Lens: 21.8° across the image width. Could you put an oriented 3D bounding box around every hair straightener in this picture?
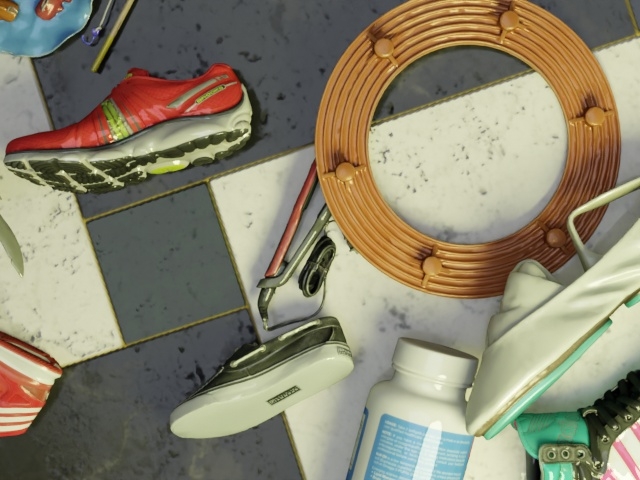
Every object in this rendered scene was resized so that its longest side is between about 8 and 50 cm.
[{"bbox_3d":[0.000,0.000,1.827,0.089,0.047,0.230,25,88,4],"label":"hair straightener"}]

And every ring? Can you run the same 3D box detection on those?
[{"bbox_3d":[0.161,-0.103,1.796,0.336,0.032,0.337,0,92,-2],"label":"ring"}]

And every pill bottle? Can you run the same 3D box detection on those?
[{"bbox_3d":[0.100,0.222,1.786,0.124,0.124,0.222,15,94,5],"label":"pill bottle"}]

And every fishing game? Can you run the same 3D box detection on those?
[{"bbox_3d":[-0.337,-0.299,1.861,0.264,0.041,0.189,33,92,4],"label":"fishing game"}]

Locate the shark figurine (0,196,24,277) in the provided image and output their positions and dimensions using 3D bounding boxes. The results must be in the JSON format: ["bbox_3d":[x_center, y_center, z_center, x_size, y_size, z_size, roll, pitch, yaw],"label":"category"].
[{"bbox_3d":[-0.387,-0.039,1.828,0.116,0.278,0.166,48,61,-34],"label":"shark figurine"}]

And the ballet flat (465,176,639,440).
[{"bbox_3d":[0.279,0.043,1.753,0.400,0.139,0.139,-39,87,-7],"label":"ballet flat"}]

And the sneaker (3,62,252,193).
[{"bbox_3d":[-0.214,-0.129,1.837,0.279,0.107,0.118,-12,72,3],"label":"sneaker"}]

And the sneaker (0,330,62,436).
[{"bbox_3d":[-0.412,0.147,1.856,0.221,0.087,0.128,27,92,6],"label":"sneaker"}]

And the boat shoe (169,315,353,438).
[{"bbox_3d":[-0.069,0.152,1.833,0.219,0.078,0.070,-24,54,9],"label":"boat shoe"}]

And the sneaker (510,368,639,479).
[{"bbox_3d":[0.296,0.196,1.772,0.178,0.124,0.296,17,94,-4],"label":"sneaker"}]
